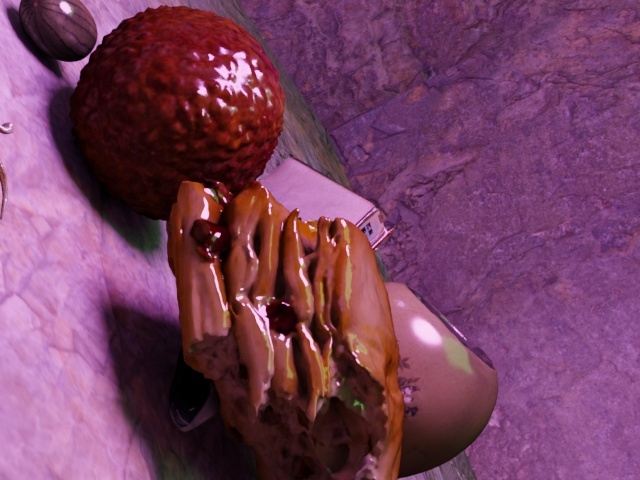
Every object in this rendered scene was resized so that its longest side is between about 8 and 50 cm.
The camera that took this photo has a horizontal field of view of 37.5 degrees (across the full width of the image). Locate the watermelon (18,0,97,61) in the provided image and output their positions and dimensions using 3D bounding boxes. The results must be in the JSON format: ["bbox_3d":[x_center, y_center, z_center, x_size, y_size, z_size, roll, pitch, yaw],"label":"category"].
[{"bbox_3d":[-0.304,-0.251,1.100,0.078,0.078,0.110,68,9,29],"label":"watermelon"}]

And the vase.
[{"bbox_3d":[0.035,0.188,1.223,0.329,0.302,0.241,45,6,24],"label":"vase"}]

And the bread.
[{"bbox_3d":[-0.011,0.128,0.964,0.314,0.192,0.369,58,17,-70],"label":"bread"}]

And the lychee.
[{"bbox_3d":[-0.161,-0.146,1.098,0.260,0.261,0.260,60,9,-17],"label":"lychee"}]

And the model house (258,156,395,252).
[{"bbox_3d":[0.000,0.000,1.751,0.271,0.178,0.206,30,-23,34],"label":"model house"}]

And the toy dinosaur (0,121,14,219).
[{"bbox_3d":[-0.302,-0.108,0.830,0.180,0.037,0.058,56,32,3],"label":"toy dinosaur"}]

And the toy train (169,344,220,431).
[{"bbox_3d":[-0.125,0.150,1.023,0.252,0.055,0.048,-90,161,-69],"label":"toy train"}]
